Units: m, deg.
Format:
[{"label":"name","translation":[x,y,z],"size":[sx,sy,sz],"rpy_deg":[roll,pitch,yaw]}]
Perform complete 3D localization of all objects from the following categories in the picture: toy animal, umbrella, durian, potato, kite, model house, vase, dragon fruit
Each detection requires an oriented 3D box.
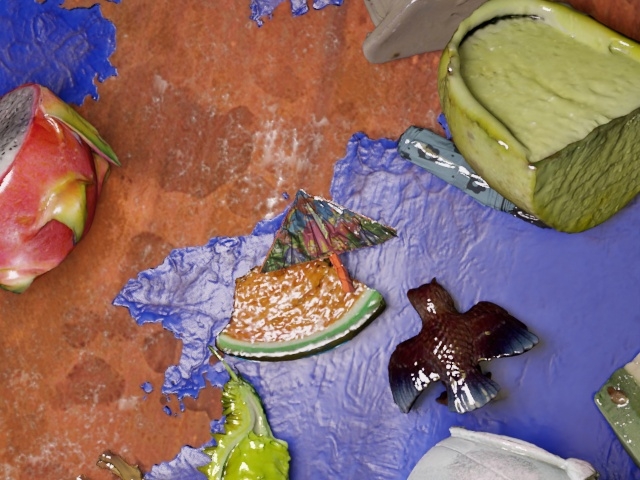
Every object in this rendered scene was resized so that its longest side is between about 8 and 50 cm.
[{"label":"toy animal","translation":[-0.283,0.435,1.614],"size":[0.149,0.054,0.276],"rpy_deg":[-18,88,6]},{"label":"umbrella","translation":[0.222,-0.087,1.593],"size":[0.250,0.052,0.053],"rpy_deg":[28,56,5]},{"label":"durian","translation":[-0.104,0.330,1.578],"size":[0.132,0.106,0.375],"rpy_deg":[-7,92,-1]},{"label":"potato","translation":[0.288,-0.167,1.531],"size":[0.330,0.213,0.280],"rpy_deg":[-27,58,-27]},{"label":"kite","translation":[0.000,0.000,1.584],"size":[0.232,0.009,0.189],"rpy_deg":[-13,56,-24]},{"label":"model house","translation":[0.143,-0.367,1.578],"size":[0.229,0.122,0.188],"rpy_deg":[-17,74,-10]},{"label":"toy animal","translation":[0.178,0.140,1.555],"size":[0.218,0.116,0.180],"rpy_deg":[-27,87,10]},{"label":"vase","translation":[0.311,0.401,1.395],"size":[0.445,0.250,0.250],"rpy_deg":[20,90,41]},{"label":"dragon fruit","translation":[-0.409,-0.054,1.545],"size":[0.290,0.290,0.189],"rpy_deg":[-44,121,2]}]

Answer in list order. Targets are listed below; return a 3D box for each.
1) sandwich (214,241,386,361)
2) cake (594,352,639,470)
[{"label":"sandwich","translation":[-0.039,0.100,1.599],"size":[0.235,0.079,0.159],"rpy_deg":[-32,76,-1]},{"label":"cake","translation":[0.504,0.278,1.502],"size":[0.158,0.172,0.284],"rpy_deg":[-37,84,0]}]
